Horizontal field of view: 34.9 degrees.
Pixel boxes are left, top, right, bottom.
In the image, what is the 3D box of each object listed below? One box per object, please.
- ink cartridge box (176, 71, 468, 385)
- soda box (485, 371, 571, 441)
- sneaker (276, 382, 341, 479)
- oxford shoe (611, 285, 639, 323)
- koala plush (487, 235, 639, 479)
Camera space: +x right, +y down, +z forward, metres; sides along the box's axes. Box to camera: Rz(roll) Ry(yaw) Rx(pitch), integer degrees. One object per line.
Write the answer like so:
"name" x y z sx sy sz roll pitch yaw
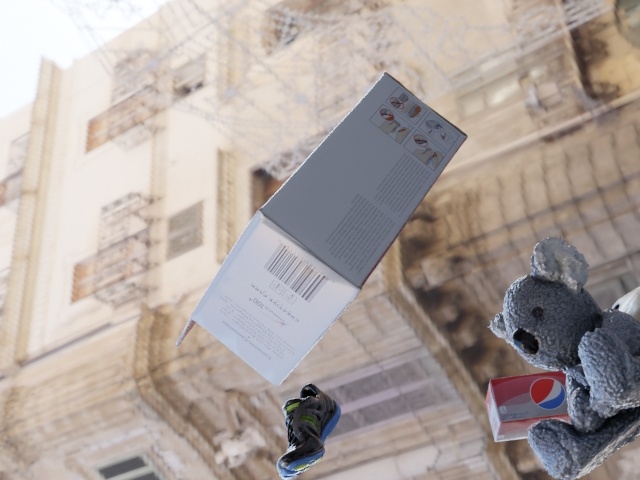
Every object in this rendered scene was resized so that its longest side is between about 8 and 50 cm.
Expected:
"ink cartridge box" 0.000 0.000 1.161 0.130 0.272 0.309 38 -134 1
"soda box" 0.421 0.274 1.738 0.092 0.263 0.083 87 175 -56
"sneaker" -0.028 0.256 1.371 0.078 0.067 0.188 48 -155 -8
"oxford shoe" 0.502 0.098 1.505 0.397 0.146 0.140 -12 -93 -63
"koala plush" 0.298 0.121 1.186 0.203 0.196 0.221 -17 -131 -36
